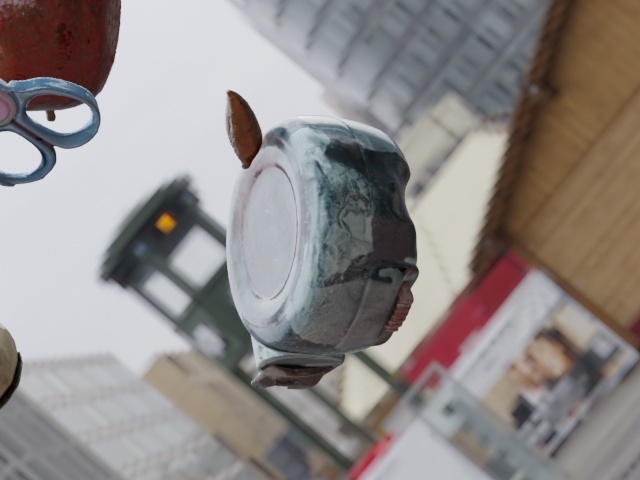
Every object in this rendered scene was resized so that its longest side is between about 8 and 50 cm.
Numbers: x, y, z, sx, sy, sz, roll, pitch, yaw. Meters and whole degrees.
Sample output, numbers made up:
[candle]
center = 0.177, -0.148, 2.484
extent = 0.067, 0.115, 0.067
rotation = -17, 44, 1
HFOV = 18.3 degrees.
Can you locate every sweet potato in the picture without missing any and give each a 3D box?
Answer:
[sweet potato]
center = -0.074, -0.108, 1.912
extent = 0.034, 0.034, 0.095
rotation = -47, -37, -33

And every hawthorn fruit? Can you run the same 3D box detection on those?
[hawthorn fruit]
center = -0.335, -0.245, 2.338
extent = 0.215, 0.215, 0.250
rotation = -45, -30, -44

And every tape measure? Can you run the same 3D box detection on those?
[tape measure]
center = 0.000, 0.000, 2.128
extent = 0.147, 0.256, 0.275
rotation = 4, -31, -27

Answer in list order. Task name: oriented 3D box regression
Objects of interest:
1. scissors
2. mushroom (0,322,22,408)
[scissors]
center = -0.314, -0.135, 1.743
extent = 0.125, 0.256, 0.030
rotation = -38, 41, 22
[mushroom]
center = -0.418, 0.146, 2.262
extent = 0.154, 0.154, 0.122
rotation = -48, -31, -23
